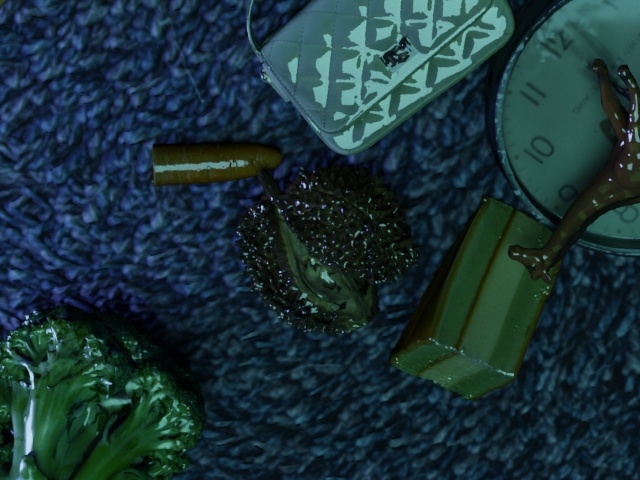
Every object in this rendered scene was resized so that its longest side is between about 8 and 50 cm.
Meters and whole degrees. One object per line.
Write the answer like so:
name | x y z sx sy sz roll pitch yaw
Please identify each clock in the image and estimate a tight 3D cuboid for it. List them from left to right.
clock | 0.331 -0.135 1.548 0.325 0.067 0.325 0 114 1

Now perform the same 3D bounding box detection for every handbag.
handbag | 0.047 -0.229 1.511 0.256 0.079 0.219 -38 103 14

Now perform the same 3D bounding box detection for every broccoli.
broccoli | -0.261 0.201 1.616 0.295 0.245 0.265 -6 128 31

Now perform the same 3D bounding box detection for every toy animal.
toy animal | 0.292 -0.069 1.507 0.224 0.066 0.229 -6 119 5

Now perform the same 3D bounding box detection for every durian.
durian | 0.000 0.000 1.566 0.196 0.167 0.196 2 99 10

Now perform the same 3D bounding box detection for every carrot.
carrot | -0.109 -0.083 1.591 0.139 0.048 0.048 -3 113 1

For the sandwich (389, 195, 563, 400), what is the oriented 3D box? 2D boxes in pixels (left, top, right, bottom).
sandwich | 0.172 0.065 1.666 0.117 0.144 0.187 25 76 -9

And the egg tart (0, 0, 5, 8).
egg tart | -0.451 -0.300 1.464 0.341 0.129 0.341 0 112 0
